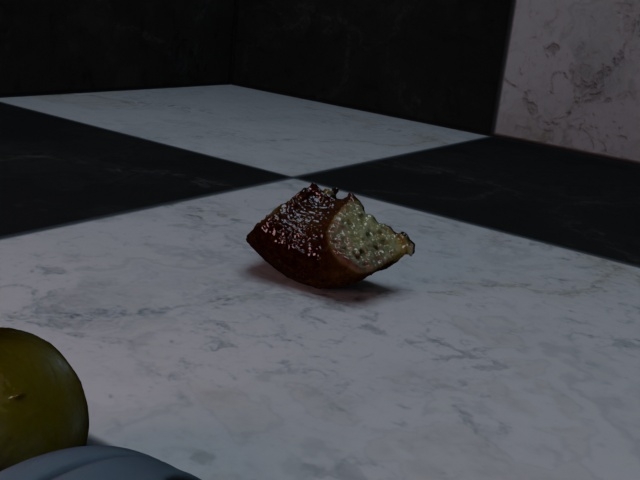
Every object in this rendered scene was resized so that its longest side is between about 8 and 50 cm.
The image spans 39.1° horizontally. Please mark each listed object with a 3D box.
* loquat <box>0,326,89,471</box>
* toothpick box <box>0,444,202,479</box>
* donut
[{"bbox_3d":[-0.240,0.133,0.638,0.152,0.152,0.195,5,25,-4],"label":"loquat"},{"bbox_3d":[0.016,0.236,0.257,0.355,0.262,0.263,15,19,24],"label":"toothpick box"},{"bbox_3d":[0.006,0.009,1.223,0.187,0.144,0.126,43,34,12],"label":"donut"}]
